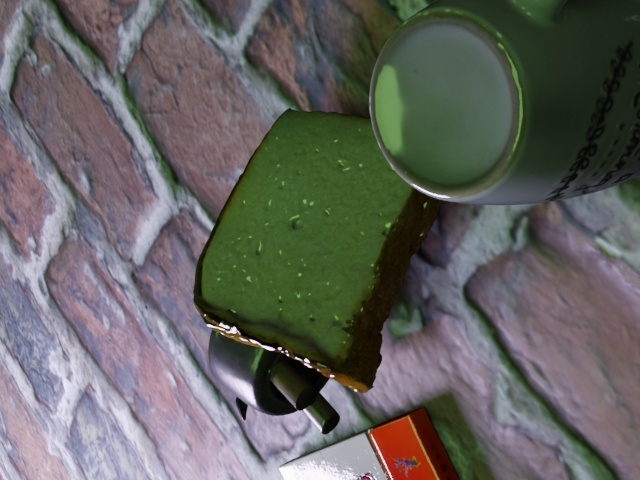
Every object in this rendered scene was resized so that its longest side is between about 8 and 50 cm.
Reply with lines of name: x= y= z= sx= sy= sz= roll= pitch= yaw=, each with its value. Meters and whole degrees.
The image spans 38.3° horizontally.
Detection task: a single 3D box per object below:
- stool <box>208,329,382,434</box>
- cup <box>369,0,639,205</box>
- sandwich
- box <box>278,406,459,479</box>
stool: x=-0.024 y=0.099 z=0.997 sx=0.139 sy=0.153 sz=0.228 roll=30 pitch=121 yaw=34
cup: x=0.172 y=-0.145 z=0.686 sx=0.186 sy=0.234 sz=0.258 roll=42 pitch=126 yaw=26
sandwich: x=0.000 y=0.000 z=0.908 sx=0.226 sy=0.087 sz=0.251 roll=16 pitch=73 yaw=34
box: x=0.058 y=0.290 z=1.063 sx=0.245 sy=0.035 sz=0.139 roll=-32 pitch=80 yaw=45
